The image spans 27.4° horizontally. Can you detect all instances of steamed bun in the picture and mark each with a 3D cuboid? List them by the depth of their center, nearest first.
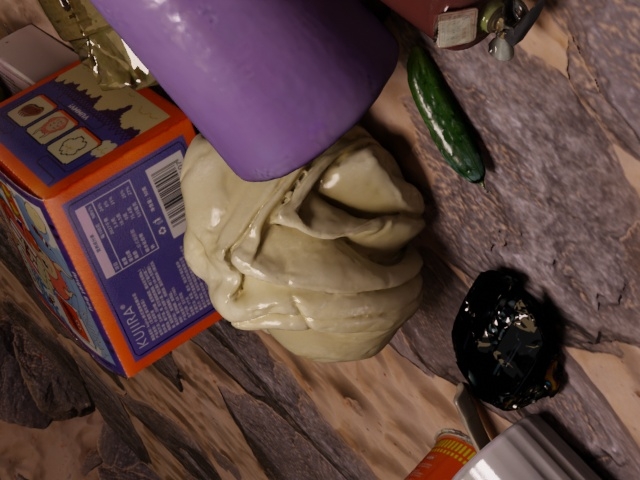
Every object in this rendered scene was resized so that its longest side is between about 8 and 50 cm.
[{"bbox_3d":[0.003,0.000,1.469,0.203,0.276,0.289,-7,93,52],"label":"steamed bun"}]

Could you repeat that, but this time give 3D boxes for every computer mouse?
[{"bbox_3d":[0.202,0.125,1.477,0.146,0.077,0.242,40,153,25],"label":"computer mouse"}]

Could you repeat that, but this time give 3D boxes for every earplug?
[{"bbox_3d":[-0.141,-0.279,1.245,0.456,0.215,0.215,47,161,-24],"label":"earplug"}]

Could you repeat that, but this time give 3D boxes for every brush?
[{"bbox_3d":[0.253,0.327,1.691,0.321,0.050,0.060,64,-160,-11],"label":"brush"}]

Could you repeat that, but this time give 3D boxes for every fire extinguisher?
[{"bbox_3d":[0.087,-0.244,1.148,0.269,0.104,0.105,42,154,27],"label":"fire extinguisher"}]

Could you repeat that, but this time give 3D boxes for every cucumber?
[{"bbox_3d":[0.126,-0.119,1.326,0.168,0.039,0.039,61,156,-10],"label":"cucumber"}]

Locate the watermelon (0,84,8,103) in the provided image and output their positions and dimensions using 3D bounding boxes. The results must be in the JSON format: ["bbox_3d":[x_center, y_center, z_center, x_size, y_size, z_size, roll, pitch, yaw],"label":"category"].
[{"bbox_3d":[-0.571,-0.208,2.141,0.232,0.127,0.204,161,90,-72],"label":"watermelon"}]

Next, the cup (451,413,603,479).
[{"bbox_3d":[0.259,0.334,1.555,0.202,0.167,0.221,49,155,16],"label":"cup"}]

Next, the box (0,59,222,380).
[{"bbox_3d":[-0.317,-0.040,1.963,0.318,0.256,0.349,35,151,46],"label":"box"}]

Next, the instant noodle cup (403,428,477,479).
[{"bbox_3d":[0.148,0.393,1.781,0.193,0.212,0.193,42,155,25],"label":"instant noodle cup"}]

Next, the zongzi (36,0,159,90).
[{"bbox_3d":[-0.304,-0.431,1.498,0.467,0.218,0.500,28,144,57],"label":"zongzi"}]

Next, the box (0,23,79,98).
[{"bbox_3d":[-0.429,-0.203,2.167,0.203,0.106,0.252,35,152,42],"label":"box"}]
